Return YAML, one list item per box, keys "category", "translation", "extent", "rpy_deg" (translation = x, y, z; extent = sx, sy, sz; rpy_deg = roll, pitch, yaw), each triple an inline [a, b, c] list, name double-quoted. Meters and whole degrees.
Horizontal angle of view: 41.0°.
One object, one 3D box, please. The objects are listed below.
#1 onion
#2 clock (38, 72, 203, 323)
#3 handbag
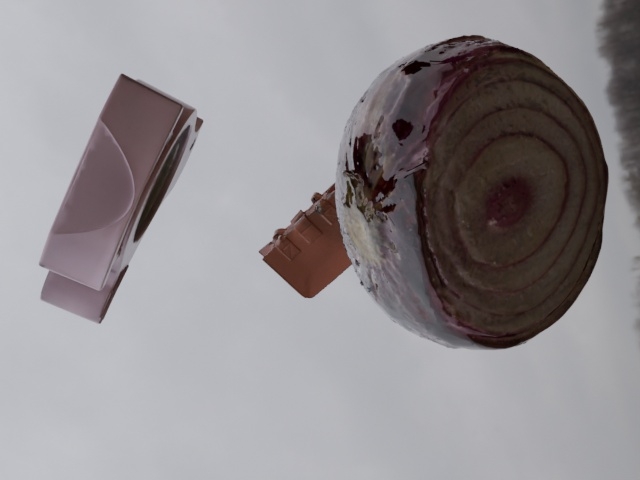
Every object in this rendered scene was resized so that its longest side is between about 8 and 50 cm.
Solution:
- category: "onion"
  translation: [0.147, -0.058, 0.951]
  extent: [0.260, 0.282, 0.336]
  rpy_deg: [25, 137, 62]
- category: "clock"
  translation: [-0.235, -0.044, 1.014]
  extent: [0.290, 0.080, 0.275]
  rpy_deg: [-63, 5, 7]
- category: "handbag"
  translation: [0.000, 0.000, 1.711]
  extent: [0.157, 0.212, 0.059]
  rpy_deg: [43, -170, -27]
